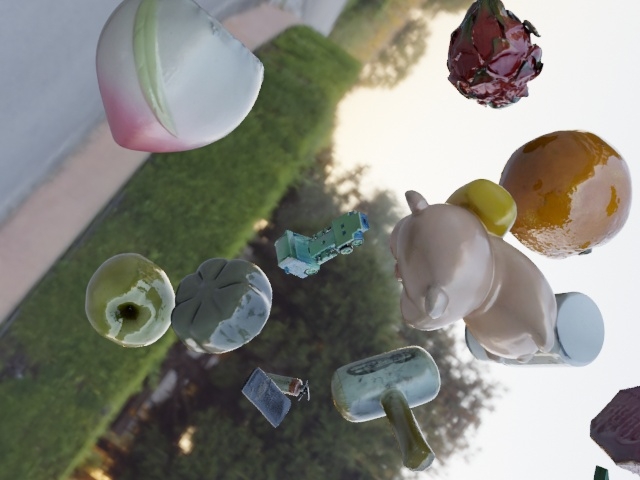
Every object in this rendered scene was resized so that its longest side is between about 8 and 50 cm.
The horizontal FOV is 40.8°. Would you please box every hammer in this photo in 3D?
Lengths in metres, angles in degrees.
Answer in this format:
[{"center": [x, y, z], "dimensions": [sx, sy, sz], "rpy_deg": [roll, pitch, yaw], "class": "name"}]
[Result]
[{"center": [0.139, 0.301, 1.496], "dimensions": [0.202, 0.113, 0.305], "rpy_deg": [-18, -155, -5], "class": "hammer"}]

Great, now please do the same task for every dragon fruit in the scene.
[{"center": [0.388, -0.446, 1.989], "dimensions": [0.233, 0.293, 0.234], "rpy_deg": [-14, -174, 1], "class": "dragon fruit"}]

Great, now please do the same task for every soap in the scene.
[{"center": [0.816, 0.482, 2.160], "dimensions": [0.220, 0.127, 0.325], "rpy_deg": [-50, -172, 6], "class": "soap"}]

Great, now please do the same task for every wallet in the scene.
[{"center": [-0.135, 0.388, 2.138], "dimensions": [0.018, 0.157, 0.082], "rpy_deg": [-3, -138, 46], "class": "wallet"}]

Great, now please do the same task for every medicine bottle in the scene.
[{"center": [0.409, 0.178, 1.676], "dimensions": [0.258, 0.143, 0.143], "rpy_deg": [-13, -141, 56], "class": "medicine bottle"}]

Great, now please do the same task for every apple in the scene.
[{"center": [-0.533, 0.168, 2.414], "dimensions": [0.262, 0.262, 0.262], "rpy_deg": [-54, -174, 8], "class": "apple"}]

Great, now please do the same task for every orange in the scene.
[{"center": [0.554, -0.105, 1.962], "dimensions": [0.312, 0.312, 0.312], "rpy_deg": [-54, -174, 8], "class": "orange"}]

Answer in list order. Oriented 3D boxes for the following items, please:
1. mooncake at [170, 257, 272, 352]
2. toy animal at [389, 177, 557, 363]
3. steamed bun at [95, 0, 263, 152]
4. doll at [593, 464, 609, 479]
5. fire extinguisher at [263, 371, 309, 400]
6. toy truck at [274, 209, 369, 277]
[{"center": [-0.261, 0.161, 2.217], "dimensions": [0.275, 0.135, 0.275], "rpy_deg": [-18, -135, 19], "class": "mooncake"}, {"center": [0.230, 0.080, 1.525], "dimensions": [0.247, 0.345, 0.277], "rpy_deg": [-9, 160, -41], "class": "toy animal"}, {"center": [-0.274, -0.283, 1.529], "dimensions": [0.309, 0.309, 0.309], "rpy_deg": [-54, -174, 8], "class": "steamed bun"}, {"center": [0.635, 0.644, 2.024], "dimensions": [0.186, 0.134, 0.106], "rpy_deg": [-40, -160, -18], "class": "doll"}, {"center": [-0.106, 0.403, 2.386], "dimensions": [0.050, 0.177, 0.062], "rpy_deg": [64, 41, -52], "class": "fire extinguisher"}, {"center": [0.000, 0.000, 1.484], "dimensions": [0.175, 0.081, 0.067], "rpy_deg": [-30, -123, 33], "class": "toy truck"}]
